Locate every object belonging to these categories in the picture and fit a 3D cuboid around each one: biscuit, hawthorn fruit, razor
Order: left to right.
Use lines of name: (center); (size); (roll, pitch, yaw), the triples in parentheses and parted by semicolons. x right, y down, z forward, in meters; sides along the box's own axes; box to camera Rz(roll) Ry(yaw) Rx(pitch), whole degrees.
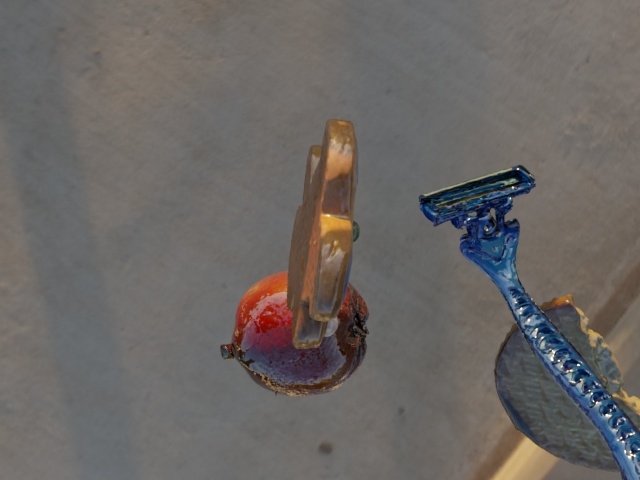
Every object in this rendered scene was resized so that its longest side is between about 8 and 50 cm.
hawthorn fruit: (-0.036, 0.111, 1.346); (0.188, 0.169, 0.169); (-5, 104, 12)
biscuit: (0.003, 0.001, 1.064); (0.049, 0.324, 0.205); (6, 75, -8)
razor: (0.182, 0.084, 0.794); (0.093, 0.056, 0.324); (-19, 57, -15)
biscuit: (0.277, 0.154, 1.184); (0.176, 0.031, 0.228); (10, 125, 9)
